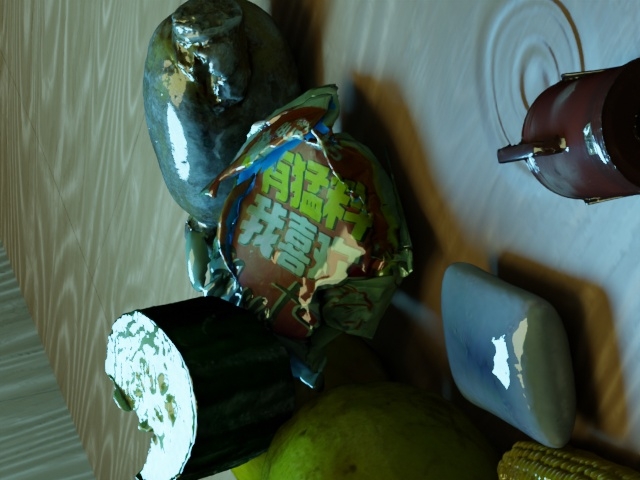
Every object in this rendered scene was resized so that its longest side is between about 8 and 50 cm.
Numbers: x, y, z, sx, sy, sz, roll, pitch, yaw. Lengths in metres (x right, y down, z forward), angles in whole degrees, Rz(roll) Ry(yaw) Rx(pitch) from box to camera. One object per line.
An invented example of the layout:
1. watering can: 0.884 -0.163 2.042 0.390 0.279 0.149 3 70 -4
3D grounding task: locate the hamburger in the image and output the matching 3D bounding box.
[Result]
1. hamburger: -0.002 0.000 1.795 0.260 0.150 0.276 50 123 25

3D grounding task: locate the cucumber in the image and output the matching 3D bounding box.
1. cucumber: -0.130 0.147 1.761 0.191 0.130 0.191 10 105 44

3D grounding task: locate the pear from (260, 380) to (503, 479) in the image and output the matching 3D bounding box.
1. pear: 0.063 0.280 1.670 0.287 0.287 0.375 93 162 -44

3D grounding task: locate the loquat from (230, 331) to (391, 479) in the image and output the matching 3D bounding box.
1. loquat: -0.021 0.166 1.900 0.213 0.213 0.246 170 91 -70

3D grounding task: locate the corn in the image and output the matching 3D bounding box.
1. corn: 0.224 0.222 1.446 0.091 0.091 0.260 69 167 -12

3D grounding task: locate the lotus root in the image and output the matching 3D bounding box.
1. lotus root: -0.109 -0.131 1.928 0.349 0.175 0.175 93 152 -44

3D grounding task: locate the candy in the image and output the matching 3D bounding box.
1. candy: 0.165 0.098 1.525 0.174 0.071 0.138 -152 49 -66

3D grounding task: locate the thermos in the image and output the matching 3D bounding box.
1. thermos: 0.198 -0.074 1.227 0.232 0.124 0.099 180 77 -77
